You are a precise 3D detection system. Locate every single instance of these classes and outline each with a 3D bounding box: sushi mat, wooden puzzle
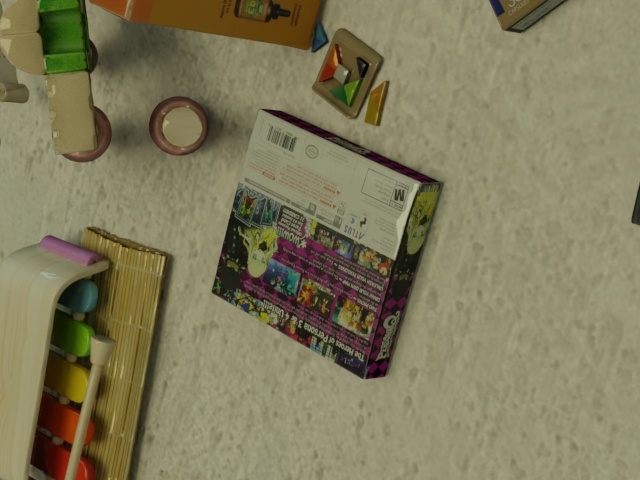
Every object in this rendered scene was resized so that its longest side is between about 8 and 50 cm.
[{"bbox_3d":[-0.252,0.151,1.905,0.151,0.019,0.316,20,104,40],"label":"sushi mat"},{"bbox_3d":[0.026,-0.169,1.659,0.116,0.014,0.078,34,112,36],"label":"wooden puzzle"}]

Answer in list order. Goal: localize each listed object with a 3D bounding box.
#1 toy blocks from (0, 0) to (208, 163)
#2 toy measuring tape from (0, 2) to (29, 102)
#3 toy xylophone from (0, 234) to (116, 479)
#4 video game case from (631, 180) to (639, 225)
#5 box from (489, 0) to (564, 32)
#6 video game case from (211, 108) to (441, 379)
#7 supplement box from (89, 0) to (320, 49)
[{"bbox_3d":[-0.290,-0.221,1.784,0.260,0.309,0.288,-146,49,-82],"label":"toy blocks"},{"bbox_3d":[-0.369,-0.333,1.937,0.121,0.121,0.330,-20,78,40],"label":"toy measuring tape"},{"bbox_3d":[-0.313,0.167,1.893,0.236,0.081,0.322,30,110,39],"label":"toy xylophone"},{"bbox_3d":[0.394,-0.073,1.331,0.274,0.026,0.196,20,104,38],"label":"video game case"},{"bbox_3d":[0.181,-0.322,1.506,0.136,0.036,0.225,-35,67,36],"label":"box"},{"bbox_3d":[0.000,0.000,1.666,0.232,0.042,0.210,26,108,38],"label":"video game case"},{"bbox_3d":[-0.108,-0.247,1.627,0.080,0.233,0.078,28,108,48],"label":"supplement box"}]
